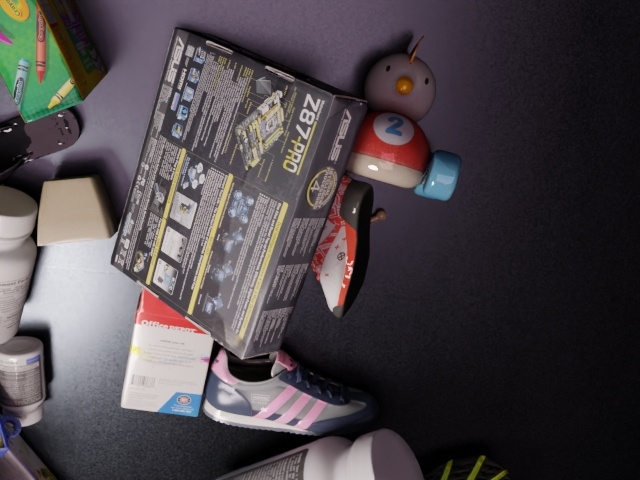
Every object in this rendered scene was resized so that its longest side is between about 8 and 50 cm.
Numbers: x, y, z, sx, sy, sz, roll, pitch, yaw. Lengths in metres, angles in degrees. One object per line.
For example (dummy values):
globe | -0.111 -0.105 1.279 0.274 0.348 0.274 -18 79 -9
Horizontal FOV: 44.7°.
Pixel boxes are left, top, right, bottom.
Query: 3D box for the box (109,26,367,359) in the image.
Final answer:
box | -0.138 -0.076 1.142 0.097 0.318 0.394 -2 116 -53

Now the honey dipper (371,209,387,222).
honey dipper | 0.039 -0.012 1.328 0.161 0.030 0.030 -26 111 -3

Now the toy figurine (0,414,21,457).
toy figurine | -0.531 0.298 1.177 0.191 0.362 0.217 -40 151 21

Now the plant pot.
plant pot | -0.381 -0.051 1.216 0.109 0.109 0.096 -6 100 -6

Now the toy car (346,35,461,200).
toy car | 0.115 -0.203 1.189 0.219 0.210 0.238 15 94 -1

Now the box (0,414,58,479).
box | -0.536 0.405 1.375 0.067 0.063 0.324 -31 111 2

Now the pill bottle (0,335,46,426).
pill bottle | -0.504 0.238 1.312 0.078 0.078 0.137 1 109 -8

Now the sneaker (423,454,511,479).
sneaker | 0.171 0.520 1.477 0.385 0.145 0.147 -6 129 3

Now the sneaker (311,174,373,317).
sneaker | 0.001 -0.001 1.267 0.145 0.090 0.270 20 134 18

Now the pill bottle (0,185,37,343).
pill bottle | -0.511 0.037 1.197 0.131 0.131 0.229 17 114 -13

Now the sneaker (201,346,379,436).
sneaker | -0.042 0.259 1.366 0.319 0.112 0.131 6 111 -11

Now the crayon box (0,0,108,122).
crayon box | -0.370 -0.270 1.042 0.081 0.278 0.165 -22 111 -1

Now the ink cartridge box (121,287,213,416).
ink cartridge box | -0.254 0.175 1.324 0.134 0.078 0.231 10 108 -12

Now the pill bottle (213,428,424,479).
pill bottle | -0.017 0.458 1.331 0.363 0.210 0.210 -27 113 26

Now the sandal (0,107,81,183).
sandal | -0.492 -0.136 1.192 0.255 0.054 0.097 -30 111 3
